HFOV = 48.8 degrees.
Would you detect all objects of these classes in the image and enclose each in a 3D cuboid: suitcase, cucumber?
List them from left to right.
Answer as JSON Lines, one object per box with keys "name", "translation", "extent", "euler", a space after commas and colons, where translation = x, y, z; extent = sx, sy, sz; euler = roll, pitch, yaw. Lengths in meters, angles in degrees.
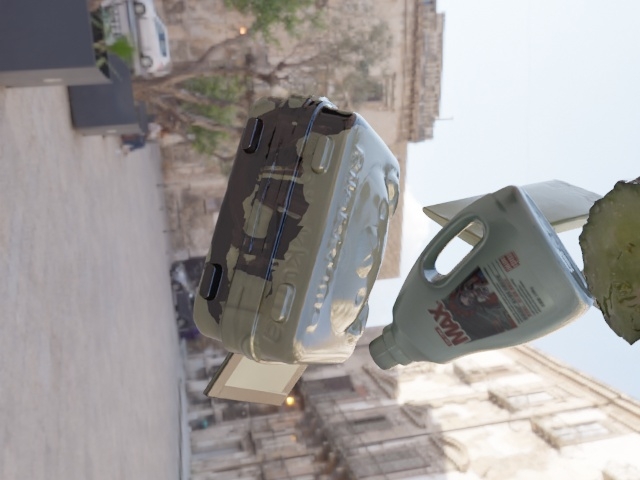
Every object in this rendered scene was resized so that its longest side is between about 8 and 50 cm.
{"name": "suitcase", "translation": [0.000, 0.000, 0.984], "extent": [0.339, 0.194, 0.351], "euler": [28, 77, -68]}
{"name": "cucumber", "translation": [0.275, -0.010, 0.343], "extent": [0.072, 0.303, 0.081], "euler": [175, -92, -76]}

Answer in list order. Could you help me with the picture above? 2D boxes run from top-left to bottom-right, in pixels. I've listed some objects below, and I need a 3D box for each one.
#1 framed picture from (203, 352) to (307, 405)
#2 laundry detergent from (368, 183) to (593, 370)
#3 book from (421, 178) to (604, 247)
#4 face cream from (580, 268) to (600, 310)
{"name": "framed picture", "translation": [-0.072, 0.205, 1.509], "extent": [0.016, 0.265, 0.347], "euler": [39, -82, 37]}
{"name": "laundry detergent", "translation": [0.251, 0.103, 1.276], "extent": [0.264, 0.398, 0.124], "euler": [59, 25, 8]}
{"name": "book", "translation": [0.424, -0.064, 1.496], "extent": [0.239, 0.352, 0.035], "euler": [-137, -143, -61]}
{"name": "face cream", "translation": [0.578, 0.038, 1.331], "extent": [0.224, 0.114, 0.070], "euler": [-51, -164, 28]}
